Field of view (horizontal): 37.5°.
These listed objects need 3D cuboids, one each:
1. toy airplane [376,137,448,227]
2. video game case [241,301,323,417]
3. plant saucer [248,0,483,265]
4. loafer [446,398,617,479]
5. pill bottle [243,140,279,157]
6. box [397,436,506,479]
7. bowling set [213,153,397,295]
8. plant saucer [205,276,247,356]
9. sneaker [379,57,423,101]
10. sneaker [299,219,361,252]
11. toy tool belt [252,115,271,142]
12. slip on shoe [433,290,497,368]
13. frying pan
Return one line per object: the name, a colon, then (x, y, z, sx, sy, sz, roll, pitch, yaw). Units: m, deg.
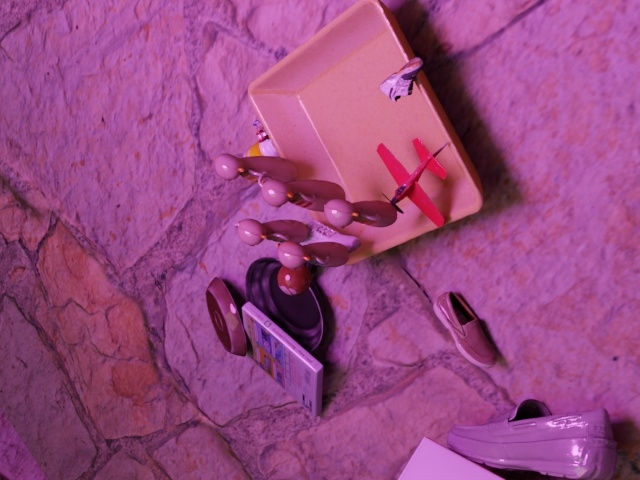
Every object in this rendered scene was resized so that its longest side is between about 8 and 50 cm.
toy airplane: (0.134, -0.087, 1.318, 0.151, 0.028, 0.151, 25, 128, 36)
video game case: (-0.071, 0.229, 1.791, 0.193, 0.023, 0.212, 39, 155, 21)
plant saucer: (0.075, -0.158, 1.419, 0.332, 0.081, 0.333, -25, 94, 49)
loafer: (0.318, 0.299, 1.442, 0.319, 0.112, 0.112, -9, 68, 53)
pill bottle: (-0.095, -0.153, 1.622, 0.083, 0.043, 0.043, -28, 92, 50)
box: (0.288, 0.480, 1.452, 0.345, 0.168, 0.215, 23, 162, 34)
bowling set: (-0.042, -0.006, 1.392, 0.287, 0.154, 0.200, 22, 104, 42)
plant saucer: (-0.191, 0.155, 1.867, 0.168, 0.029, 0.168, 55, 155, 41)
sneaker: (0.116, -0.215, 1.264, 0.037, 0.032, 0.083, 49, 145, -8)
sneaker: (0.000, 0.000, 1.488, 0.152, 0.053, 0.061, -3, 108, 47)
toy tool belt: (-0.088, -0.196, 1.560, 0.052, 0.083, 0.051, -35, 89, 41)
slip on shoe: (0.230, 0.137, 1.463, 0.135, 0.051, 0.041, 56, 143, 17)
frying pan: (-0.058, 0.063, 1.705, 0.197, 0.053, 0.326, 29, 131, 31)
